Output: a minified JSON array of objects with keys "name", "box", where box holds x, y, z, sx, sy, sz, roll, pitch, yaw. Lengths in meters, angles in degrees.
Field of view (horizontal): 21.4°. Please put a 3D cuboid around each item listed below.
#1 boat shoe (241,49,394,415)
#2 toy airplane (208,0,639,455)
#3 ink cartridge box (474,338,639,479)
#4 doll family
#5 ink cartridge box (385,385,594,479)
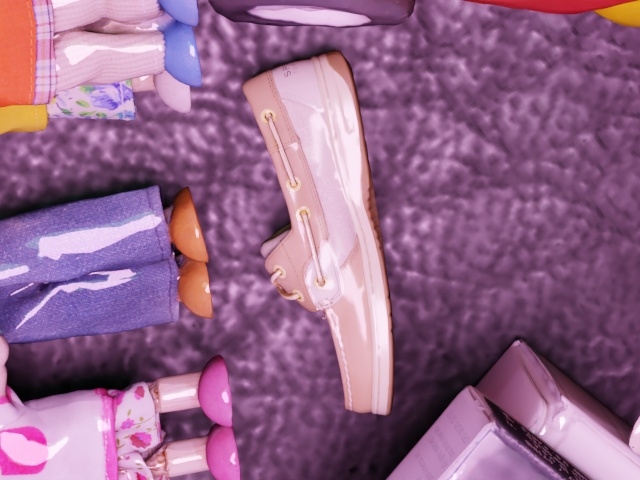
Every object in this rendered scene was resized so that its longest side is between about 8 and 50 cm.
[{"name":"boat shoe","box":[0.000,0.000,0.625,0.045,0.050,0.135,-10,92,1]},{"name":"toy airplane","box":[0.185,-0.118,0.501,0.386,0.272,0.384,-46,69,19]},{"name":"ink cartridge box","box":[0.111,0.167,0.643,0.218,0.092,0.158,38,98,-12]},{"name":"doll family","box":[-0.124,-0.008,0.595,0.163,0.118,0.263,-9,120,-9]},{"name":"ink cartridge box","box":[0.065,0.191,0.577,0.206,0.045,0.208,38,100,-10]}]
